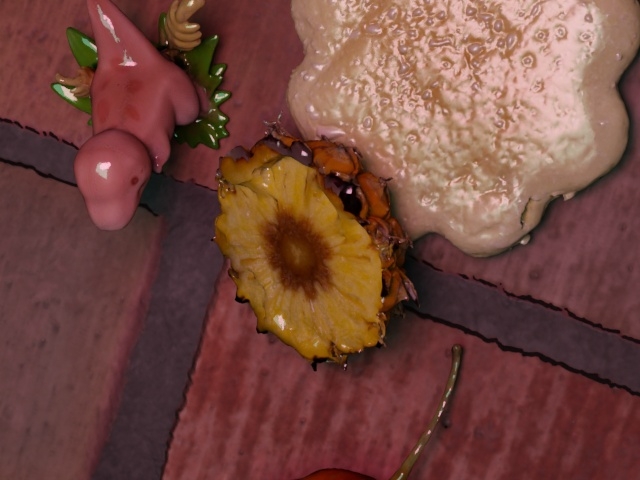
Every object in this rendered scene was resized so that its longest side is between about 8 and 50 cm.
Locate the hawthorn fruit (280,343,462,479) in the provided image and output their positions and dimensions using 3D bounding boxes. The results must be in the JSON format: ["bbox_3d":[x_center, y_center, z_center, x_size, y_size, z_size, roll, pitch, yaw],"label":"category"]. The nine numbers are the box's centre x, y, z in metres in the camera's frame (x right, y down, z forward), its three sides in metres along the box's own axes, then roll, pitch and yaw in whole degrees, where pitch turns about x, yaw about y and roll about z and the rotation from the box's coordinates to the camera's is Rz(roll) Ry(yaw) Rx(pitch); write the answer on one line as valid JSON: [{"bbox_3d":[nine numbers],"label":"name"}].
[{"bbox_3d":[0.044,0.218,1.571,0.165,0.165,0.285,44,82,7],"label":"hawthorn fruit"}]

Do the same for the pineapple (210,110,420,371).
[{"bbox_3d":[0.000,0.000,1.541,0.224,0.076,0.225,26,131,34],"label":"pineapple"}]

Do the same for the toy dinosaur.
[{"bbox_3d":[-0.171,-0.111,1.551,0.152,0.177,0.194,5,96,15],"label":"toy dinosaur"}]

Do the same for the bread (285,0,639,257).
[{"bbox_3d":[0.111,-0.141,1.532,0.316,0.054,0.316,2,97,18],"label":"bread"}]
